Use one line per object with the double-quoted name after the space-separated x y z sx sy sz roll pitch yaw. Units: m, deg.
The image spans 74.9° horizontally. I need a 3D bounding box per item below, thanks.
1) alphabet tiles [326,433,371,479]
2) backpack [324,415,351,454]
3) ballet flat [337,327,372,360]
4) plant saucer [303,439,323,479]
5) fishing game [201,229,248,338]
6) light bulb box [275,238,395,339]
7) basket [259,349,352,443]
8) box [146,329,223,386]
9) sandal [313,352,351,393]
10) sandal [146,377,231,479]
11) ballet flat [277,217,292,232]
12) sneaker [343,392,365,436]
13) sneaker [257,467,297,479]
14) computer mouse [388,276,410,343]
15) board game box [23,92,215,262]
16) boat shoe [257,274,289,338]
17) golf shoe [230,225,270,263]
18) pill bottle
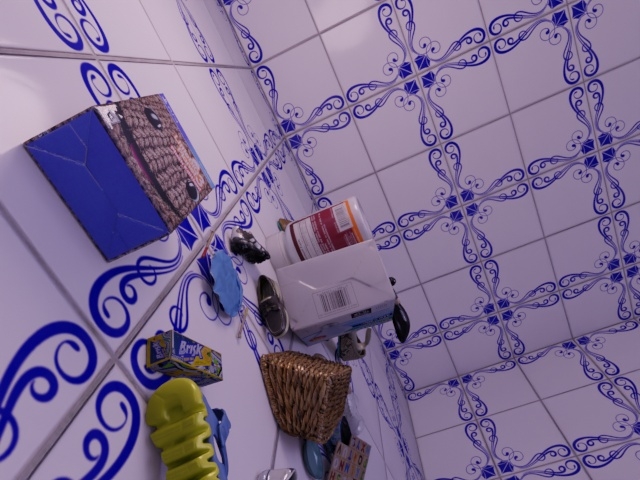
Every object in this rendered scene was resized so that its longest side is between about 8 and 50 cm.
0.092 0.733 1.339 0.237 0.009 0.199 51 49 -42 "alphabet tiles"
0.055 0.656 1.402 0.105 0.084 0.115 -33 112 -74 "backpack"
0.137 0.379 1.875 0.164 0.181 0.483 -85 166 -46 "ballet flat"
-0.024 0.636 1.221 0.119 0.021 0.120 -22 90 -80 "plant saucer"
-0.254 0.112 1.103 0.189 0.041 0.264 -93 166 -61 "fishing game"
0.064 0.204 1.509 0.361 0.357 0.226 70 3 -67 "light bulb box"
-0.054 0.461 1.245 0.299 0.222 0.214 35 67 -72 "basket"
-0.255 0.229 0.799 0.169 0.054 0.059 55 17 -53 "box"
0.028 0.545 1.612 0.240 0.088 0.079 56 45 -22 "sandal"
-0.184 0.384 0.666 0.138 0.126 0.318 58 15 -59 "sandal"
-0.076 0.018 1.976 0.116 0.124 0.343 -93 158 -63 "ballet flat"
0.105 0.677 1.673 0.115 0.090 0.232 56 5 -22 "sneaker"
-0.080 0.586 0.836 0.258 0.091 0.094 -101 165 -49 "sneaker"
0.296 0.253 1.575 0.184 0.060 0.262 83 -9 -77 "computer mouse"
-0.355 -0.138 0.811 0.291 0.141 0.232 -87 153 -66 "board game box"
-0.160 0.202 1.305 0.073 0.080 0.224 49 15 -45 "boat shoe"
-0.224 0.013 1.356 0.198 0.077 0.094 50 20 -62 "golf shoe"
0.000 0.000 1.647 0.224 0.391 0.224 -22 90 -79 "pill bottle"
